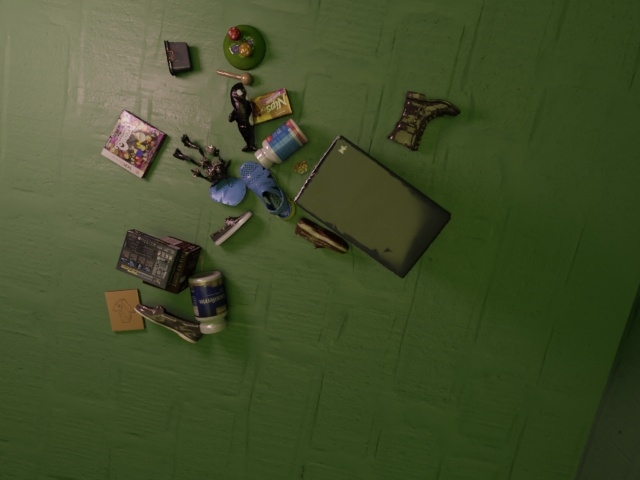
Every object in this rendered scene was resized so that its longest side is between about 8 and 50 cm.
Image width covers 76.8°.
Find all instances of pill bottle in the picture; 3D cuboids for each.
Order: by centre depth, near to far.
[{"bbox_3d":[-0.172,-0.410,1.742,0.221,0.124,0.124,-38,95,7],"label":"pill bottle"},{"bbox_3d":[-0.511,0.284,1.860,0.153,0.153,0.264,-7,100,4],"label":"pill bottle"}]

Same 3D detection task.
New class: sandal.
[{"bbox_3d":[-0.234,-0.221,1.772,0.126,0.138,0.317,-44,93,11],"label":"sandal"}]

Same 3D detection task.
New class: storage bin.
[{"bbox_3d":[-0.606,-0.785,1.726,0.091,0.098,0.135,-9,99,-6],"label":"storage bin"}]

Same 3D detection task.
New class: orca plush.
[{"bbox_3d":[-0.352,-0.514,1.721,0.102,0.151,0.287,-21,131,-29],"label":"orca plush"}]

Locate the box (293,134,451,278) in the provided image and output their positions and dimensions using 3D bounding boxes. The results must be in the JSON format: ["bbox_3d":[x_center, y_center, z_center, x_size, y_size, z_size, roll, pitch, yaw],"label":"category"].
[{"bbox_3d":[0.191,-0.149,1.590,0.480,0.472,0.297,35,99,-2],"label":"box"}]

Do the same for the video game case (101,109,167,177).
[{"bbox_3d":[-0.839,-0.432,1.816,0.210,0.042,0.232,32,99,-4],"label":"video game case"}]

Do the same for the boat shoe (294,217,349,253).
[{"bbox_3d":[0.002,-0.003,1.825,0.257,0.095,0.095,32,113,4],"label":"boat shoe"}]

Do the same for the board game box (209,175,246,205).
[{"bbox_3d":[-0.414,-0.224,1.827,0.169,0.033,0.133,16,77,10],"label":"board game box"}]

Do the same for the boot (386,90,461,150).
[{"bbox_3d":[0.439,-0.494,1.725,0.263,0.091,0.228,17,105,4],"label":"boot"}]

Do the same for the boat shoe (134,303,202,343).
[{"bbox_3d":[-0.707,0.369,1.915,0.335,0.112,0.095,31,82,-8],"label":"boat shoe"}]

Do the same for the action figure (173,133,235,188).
[{"bbox_3d":[-0.507,-0.338,1.766,0.276,0.141,0.164,33,87,-1],"label":"action figure"}]

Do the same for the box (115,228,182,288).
[{"bbox_3d":[-0.727,0.078,1.714,0.233,0.059,0.183,21,99,2],"label":"box"}]

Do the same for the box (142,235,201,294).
[{"bbox_3d":[-0.669,0.107,1.830,0.167,0.168,0.203,18,100,1],"label":"box"}]

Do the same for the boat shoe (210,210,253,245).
[{"bbox_3d":[-0.411,-0.069,1.839,0.228,0.080,0.076,-39,97,16],"label":"boat shoe"}]

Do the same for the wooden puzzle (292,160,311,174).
[{"bbox_3d":[-0.081,-0.325,1.811,0.083,0.006,0.049,-26,97,7],"label":"wooden puzzle"}]

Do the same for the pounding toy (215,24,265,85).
[{"bbox_3d":[-0.339,-0.797,1.696,0.183,0.110,0.236,21,99,0],"label":"pounding toy"}]

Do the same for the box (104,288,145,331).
[{"bbox_3d":[-0.948,0.339,1.959,0.165,0.021,0.201,-5,100,4],"label":"box"}]

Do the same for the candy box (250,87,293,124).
[{"bbox_3d":[-0.223,-0.579,1.754,0.187,0.053,0.109,-14,99,7],"label":"candy box"}]
